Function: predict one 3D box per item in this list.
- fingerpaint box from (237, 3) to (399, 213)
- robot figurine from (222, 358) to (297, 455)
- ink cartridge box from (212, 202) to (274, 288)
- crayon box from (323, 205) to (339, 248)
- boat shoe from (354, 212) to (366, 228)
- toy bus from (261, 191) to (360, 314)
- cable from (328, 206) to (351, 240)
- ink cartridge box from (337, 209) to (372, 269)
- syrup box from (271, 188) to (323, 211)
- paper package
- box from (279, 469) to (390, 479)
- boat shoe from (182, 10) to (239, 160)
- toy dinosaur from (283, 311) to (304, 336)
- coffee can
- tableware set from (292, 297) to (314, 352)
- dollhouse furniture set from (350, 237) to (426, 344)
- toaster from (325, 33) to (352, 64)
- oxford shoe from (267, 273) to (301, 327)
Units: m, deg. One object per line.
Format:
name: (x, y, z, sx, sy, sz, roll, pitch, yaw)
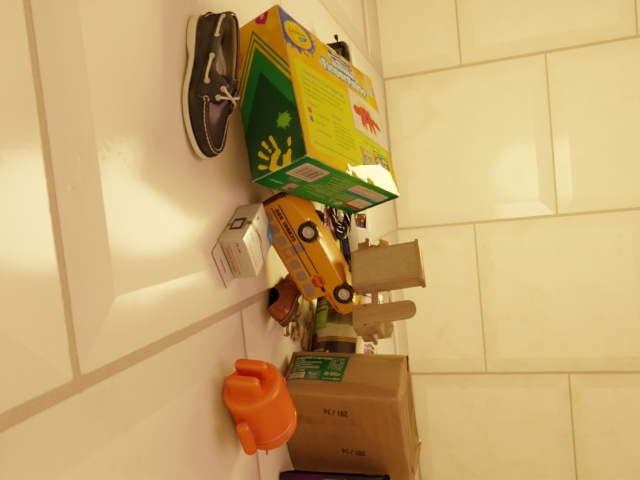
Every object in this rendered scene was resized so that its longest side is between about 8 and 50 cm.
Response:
fingerpaint box: (-0.004, -0.292, 1.304, 0.444, 0.163, 0.371, 11, 64, -56)
robot figurine: (-0.120, 0.338, 1.078, 0.158, 0.128, 0.220, -127, -162, -56)
ink cartridge box: (-0.163, 0.010, 1.141, 0.180, 0.060, 0.104, -72, 153, -52)
crayon box: (0.000, 0.000, 1.650, 0.165, 0.081, 0.279, -29, 113, -72)
boat shoe: (0.177, -0.020, 2.263, 0.073, 0.073, 0.207, -66, 148, -60)
toy bus: (-0.023, 0.033, 1.306, 0.333, 0.130, 0.108, 60, 20, -13)
cable: (0.068, -0.075, 1.672, 0.185, 0.047, 0.151, 70, 21, -44)
ink cartridge box: (0.140, 0.042, 2.000, 0.175, 0.069, 0.371, -147, -139, -64)
syrup box: (-0.069, -0.151, 1.438, 0.237, 0.096, 0.093, 62, 26, -54)
paper package: (0.079, 0.454, 1.360, 0.168, 0.324, 0.310, -59, 142, -59)
box: (0.032, 0.661, 1.264, 0.103, 0.261, 0.185, 47, 41, -64)
boat shoe: (-0.206, -0.311, 1.032, 0.114, 0.091, 0.303, 11, 75, -72)
toy dinosaur: (-0.075, 0.206, 1.381, 0.183, 0.053, 0.093, -142, -134, -81)
coffee can: (0.073, 0.303, 1.577, 0.201, 0.201, 0.276, 56, 36, -59)
tableware set: (-0.045, 0.241, 1.526, 0.169, 0.020, 0.141, 72, 25, -56)
dollhouse furniture set: (0.210, 0.168, 1.378, 0.356, 0.173, 0.303, 61, 24, -49)
toaster: (0.060, -0.628, 1.951, 0.146, 0.129, 0.227, 54, 33, -67)
oxford shoe: (-0.092, 0.131, 1.343, 0.076, 0.076, 0.212, 39, 20, -13)
